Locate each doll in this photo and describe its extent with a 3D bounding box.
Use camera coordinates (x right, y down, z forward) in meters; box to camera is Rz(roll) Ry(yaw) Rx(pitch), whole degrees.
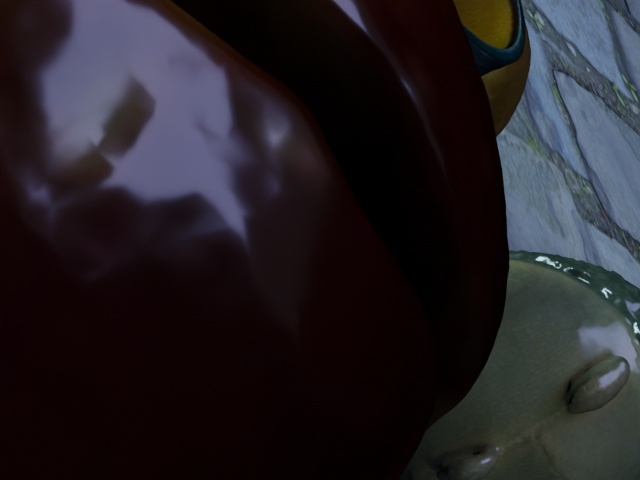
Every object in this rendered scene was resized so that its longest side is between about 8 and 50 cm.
[{"bbox_3d":[0.182,0.152,1.365,0.349,0.247,0.247,51,21,-64],"label":"doll"}]

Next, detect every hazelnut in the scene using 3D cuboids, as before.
[{"bbox_3d":[-0.149,0.024,0.586,0.402,0.429,0.402,5,71,-16],"label":"hazelnut"}]

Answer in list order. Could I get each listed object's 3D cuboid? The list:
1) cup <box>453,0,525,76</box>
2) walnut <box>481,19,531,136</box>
[{"bbox_3d":[-0.062,-0.134,1.059,0.242,0.292,0.308,51,27,-28],"label":"cup"},{"bbox_3d":[0.087,-0.165,1.538,0.203,0.203,0.298,58,20,-12],"label":"walnut"}]
